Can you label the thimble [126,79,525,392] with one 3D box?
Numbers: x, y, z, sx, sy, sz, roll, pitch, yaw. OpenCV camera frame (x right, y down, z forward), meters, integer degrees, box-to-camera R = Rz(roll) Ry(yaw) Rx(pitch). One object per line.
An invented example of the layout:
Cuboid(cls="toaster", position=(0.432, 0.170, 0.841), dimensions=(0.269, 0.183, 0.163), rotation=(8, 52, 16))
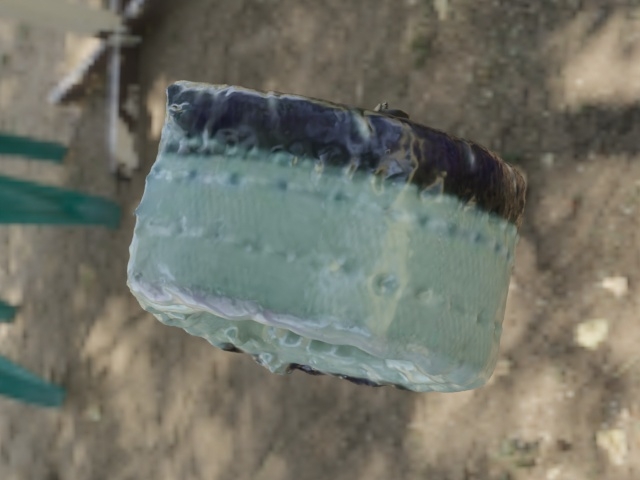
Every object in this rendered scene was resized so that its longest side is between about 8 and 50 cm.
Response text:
Cuboid(cls="thimble", position=(0.000, 0.000, 1.002), dimensions=(0.237, 0.237, 0.150), rotation=(-6, 68, 61))
